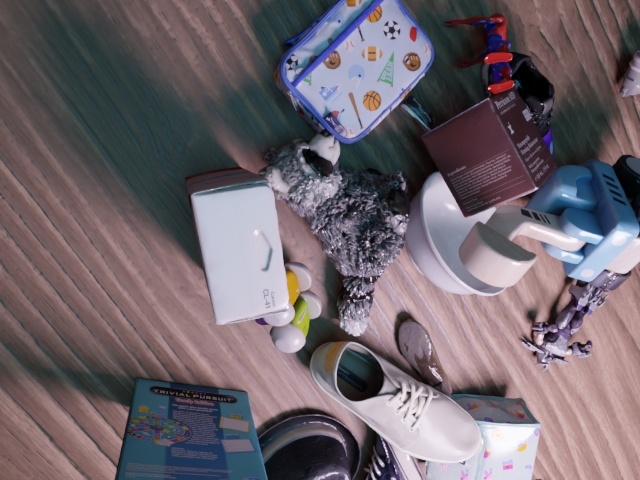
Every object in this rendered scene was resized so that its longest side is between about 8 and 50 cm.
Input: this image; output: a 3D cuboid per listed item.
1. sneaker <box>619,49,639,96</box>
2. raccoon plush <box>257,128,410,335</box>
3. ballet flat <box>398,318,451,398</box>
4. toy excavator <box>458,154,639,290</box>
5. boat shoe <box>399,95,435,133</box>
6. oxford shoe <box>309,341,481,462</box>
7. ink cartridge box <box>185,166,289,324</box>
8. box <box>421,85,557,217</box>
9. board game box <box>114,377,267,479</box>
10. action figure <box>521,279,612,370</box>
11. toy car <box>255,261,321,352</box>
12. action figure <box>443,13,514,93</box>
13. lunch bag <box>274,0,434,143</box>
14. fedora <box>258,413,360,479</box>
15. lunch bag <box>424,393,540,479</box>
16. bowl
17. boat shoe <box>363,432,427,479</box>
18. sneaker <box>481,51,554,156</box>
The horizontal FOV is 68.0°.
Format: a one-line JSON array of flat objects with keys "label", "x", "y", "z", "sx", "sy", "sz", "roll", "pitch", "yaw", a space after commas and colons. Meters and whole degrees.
[{"label": "sneaker", "x": 0.872, "y": -0.414, "z": 1.206, "sx": 0.282, "sy": 0.105, "sz": 0.115, "roll": -2, "pitch": 136, "yaw": -19}, {"label": "raccoon plush", "x": 0.000, "y": 0.000, "z": 0.987, "sx": 0.299, "sy": 0.216, "sz": 0.446, "roll": 8, "pitch": 100, "yaw": -11}, {"label": "ballet flat", "x": 0.269, "y": 0.300, "z": 1.205, "sx": 0.084, "sy": 0.058, "sz": 0.249, "roll": -22, "pitch": 105, "yaw": 27}, {"label": "toy excavator", "x": 0.522, "y": -0.035, "z": 1.050, "sx": 0.446, "sy": 0.432, "sz": 0.222, "roll": 16, "pitch": 135, "yaw": -1}, {"label": "boat shoe", "x": 0.235, "y": -0.274, "z": 1.070, "sx": 0.125, "sy": 0.046, "sz": 0.038, "roll": 40, "pitch": 94, "yaw": -11}, {"label": "oxford shoe", "x": 0.182, "y": 0.373, "z": 1.088, "sx": 0.449, "sy": 0.130, "sz": 0.169, "roll": 32, "pitch": 60, "yaw": -4}, {"label": "ink cartridge box", "x": -0.164, "y": -0.010, "z": 0.877, "sx": 0.131, "sy": 0.306, "sz": 0.226, "roll": -11, "pitch": 104, "yaw": -13}, {"label": "box", "x": 0.357, "y": -0.187, "z": 1.003, "sx": 0.168, "sy": 0.167, "sz": 0.203, "roll": -35, "pitch": 97, "yaw": -45}, {"label": "board game box", "x": -0.253, "y": 0.400, "z": 0.928, "sx": 0.254, "sy": 0.336, "sz": 0.079, "roll": 14, "pitch": 98, "yaw": -18}, {"label": "action figure", "x": 0.662, "y": 0.230, "z": 1.275, "sx": 0.185, "sy": 0.099, "sz": 0.285, "roll": 25, "pitch": 98, "yaw": -24}, {"label": "toy car", "x": -0.088, "y": 0.144, "z": 1.029, "sx": 0.136, "sy": 0.159, "sz": 0.181, "roll": -3, "pitch": 123, "yaw": 25}, {"label": "action figure", "x": 0.327, "y": -0.400, "z": 0.992, "sx": 0.139, "sy": 0.280, "sz": 0.091, "roll": -2, "pitch": 129, "yaw": 22}, {"label": "lunch bag", "x": 0.060, "y": -0.357, "z": 0.968, "sx": 0.303, "sy": 0.115, "sz": 0.243, "roll": -45, "pitch": 107, "yaw": -3}, {"label": "fedora", "x": -0.041, "y": 0.589, "z": 1.127, "sx": 0.334, "sy": 0.152, "sz": 0.333, "roll": -3, "pitch": 102, "yaw": -15}, {"label": "lunch bag", "x": 0.412, "y": 0.532, "z": 1.241, "sx": 0.263, "sy": 0.160, "sz": 0.223, "roll": 3, "pitch": 105, "yaw": -3}, {"label": "bowl", "x": 0.286, "y": 0.000, "z": 1.067, "sx": 0.298, "sy": 0.134, "sz": 0.297, "roll": 18, "pitch": 58, "yaw": -32}, {"label": "boat shoe", "x": 0.163, "y": 0.575, "z": 1.203, "sx": 0.158, "sy": 0.127, "sz": 0.340, "roll": -24, "pitch": 97, "yaw": 8}, {"label": "sneaker", "x": 0.475, "y": -0.291, "z": 1.078, "sx": 0.102, "sy": 0.146, "sz": 0.293, "roll": -36, "pitch": 109, "yaw": -6}]
